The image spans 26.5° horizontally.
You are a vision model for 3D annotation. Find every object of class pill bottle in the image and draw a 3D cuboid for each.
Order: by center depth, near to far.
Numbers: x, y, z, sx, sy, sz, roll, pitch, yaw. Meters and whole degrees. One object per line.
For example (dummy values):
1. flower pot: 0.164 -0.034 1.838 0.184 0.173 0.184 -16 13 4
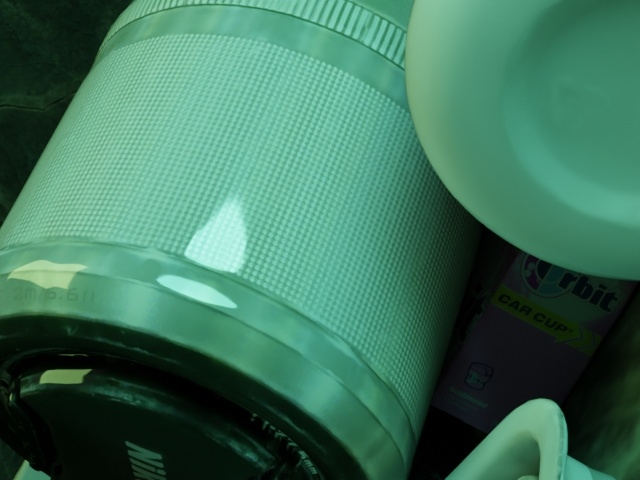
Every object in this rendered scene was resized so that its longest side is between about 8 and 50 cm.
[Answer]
1. pill bottle: 0.143 -0.138 0.609 0.181 0.182 0.323 -57 10 34

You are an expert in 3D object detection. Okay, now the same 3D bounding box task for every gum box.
1. gum box: 0.101 0.025 0.749 0.107 0.062 0.188 -61 9 12

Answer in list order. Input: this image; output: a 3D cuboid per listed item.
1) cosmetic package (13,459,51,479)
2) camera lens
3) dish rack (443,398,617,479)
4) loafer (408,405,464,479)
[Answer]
1. cosmetic package: -0.243 0.387 1.184 0.156 0.217 0.385 -56 8 37
2. camera lens: -0.034 -0.001 0.675 0.219 0.219 0.274 -50 15 56
3. dish rack: 0.018 0.246 0.517 0.333 0.072 0.285 -55 10 41
4. loafer: 0.029 0.099 0.832 0.302 0.109 0.095 -82 17 -60
